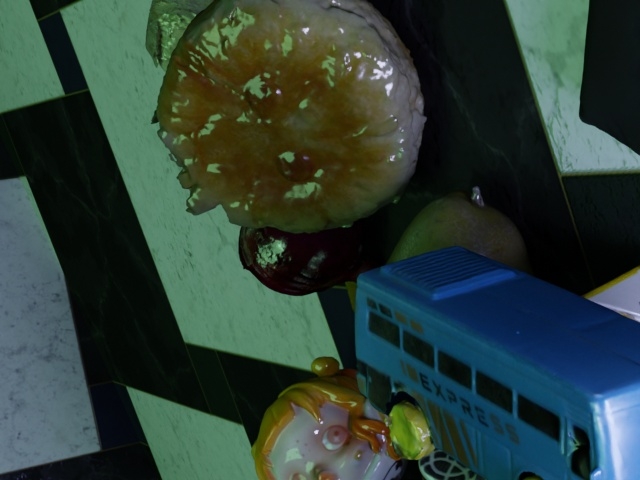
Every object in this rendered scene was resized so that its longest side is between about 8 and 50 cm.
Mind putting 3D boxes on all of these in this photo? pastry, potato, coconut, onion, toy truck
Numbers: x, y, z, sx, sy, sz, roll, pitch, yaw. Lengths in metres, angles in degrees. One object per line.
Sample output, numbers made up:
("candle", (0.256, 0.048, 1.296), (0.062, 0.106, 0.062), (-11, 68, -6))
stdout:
("pastry", (-0.028, -0.148, 1.531), (0.329, 0.136, 0.330), (9, 127, 12))
("potato", (0.145, 0.054, 1.462), (0.174, 0.159, 0.251), (19, 123, 14))
("coconut", (-0.112, -0.261, 1.673), (0.194, 0.194, 0.194), (45, 148, 38))
("onion", (0.005, -0.008, 1.719), (0.198, 0.173, 0.135), (23, 141, -9))
("toy truck", (0.177, 0.130, 1.195), (0.385, 0.161, 0.162), (28, 128, 56))

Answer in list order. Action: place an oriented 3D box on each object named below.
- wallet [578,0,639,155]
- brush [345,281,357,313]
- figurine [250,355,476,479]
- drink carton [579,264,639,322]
("wallet", (0.280, -0.220, 1.066), (0.197, 0.051, 0.377), (42, 146, 46))
("brush", (0.130, 0.119, 1.707), (0.336, 0.020, 0.085), (23, 132, 55))
("figurine", (0.043, 0.306, 1.843), (0.323, 0.196, 0.320), (43, 105, 25))
("drink carton", (0.294, 0.191, 1.333), (0.154, 0.111, 0.351), (51, 152, 30))
